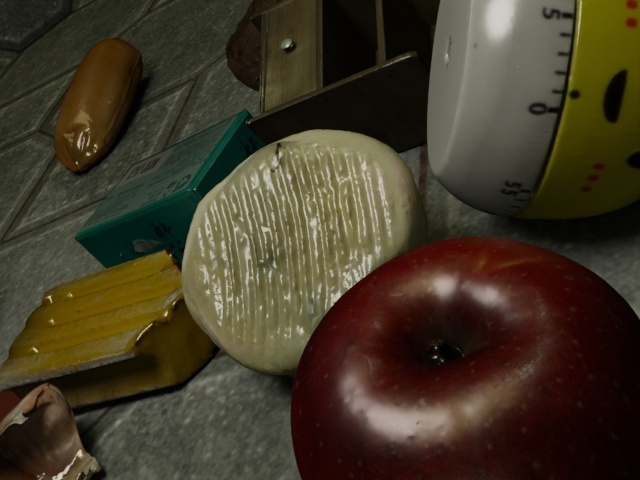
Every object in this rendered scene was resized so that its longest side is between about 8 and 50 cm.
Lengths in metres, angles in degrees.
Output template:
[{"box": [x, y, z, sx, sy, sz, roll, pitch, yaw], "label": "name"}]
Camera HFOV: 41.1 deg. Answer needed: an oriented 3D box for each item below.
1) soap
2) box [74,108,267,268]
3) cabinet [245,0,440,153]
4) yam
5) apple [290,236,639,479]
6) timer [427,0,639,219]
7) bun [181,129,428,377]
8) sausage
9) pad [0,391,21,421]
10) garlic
[{"box": [-0.213, 0.095, 0.926, 0.257, 0.080, 0.160, -15, 36, 28], "label": "soap"}, {"box": [-0.172, -0.048, 1.048, 0.244, 0.092, 0.153, -15, 34, 42], "label": "box"}, {"box": [0.037, -0.200, 0.986, 0.215, 0.148, 0.175, -18, 54, 27], "label": "cabinet"}, {"box": [-0.022, -0.304, 1.100, 0.279, 0.131, 0.131, -42, 17, 46], "label": "yam"}, {"box": [0.093, 0.108, 0.494, 0.218, 0.201, 0.218, -22, 34, 16], "label": "apple"}, {"box": [0.235, -0.142, 0.697, 0.285, 0.285, 0.285, -25, 32, 16], "label": "timer"}, {"box": [-0.008, 0.018, 0.761, 0.237, 0.116, 0.210, -28, 69, 20], "label": "bun"}, {"box": [-0.416, -0.257, 1.595, 0.134, 0.116, 0.354, -15, 38, 13], "label": "sausage"}, {"box": [-0.375, 0.232, 0.966, 0.181, 0.004, 0.267, -32, 31, 6], "label": "pad"}, {"box": [-0.291, 0.220, 0.816, 0.124, 0.099, 0.174, -9, 39, 49], "label": "garlic"}]
